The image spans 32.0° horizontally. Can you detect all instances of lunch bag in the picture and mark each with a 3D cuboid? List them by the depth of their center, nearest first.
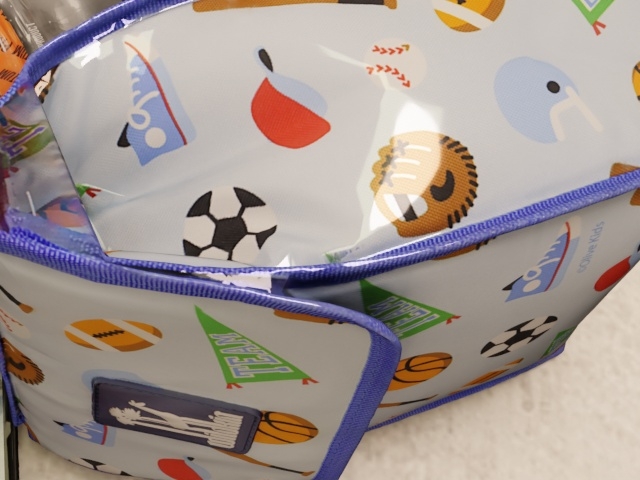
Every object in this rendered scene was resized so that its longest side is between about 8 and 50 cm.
[{"bbox_3d":[0.000,0.000,0.648,0.385,0.328,0.239,-17,67,-18],"label":"lunch bag"}]

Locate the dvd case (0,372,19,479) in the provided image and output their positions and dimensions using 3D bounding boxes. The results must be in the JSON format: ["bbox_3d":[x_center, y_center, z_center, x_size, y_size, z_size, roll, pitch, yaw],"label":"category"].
[{"bbox_3d":[-0.283,0.135,0.705,0.180,0.022,0.253,-4,65,-12],"label":"dvd case"}]

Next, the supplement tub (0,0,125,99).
[{"bbox_3d":[-0.144,-0.217,0.802,0.316,0.193,0.193,-40,76,-23],"label":"supplement tub"}]
